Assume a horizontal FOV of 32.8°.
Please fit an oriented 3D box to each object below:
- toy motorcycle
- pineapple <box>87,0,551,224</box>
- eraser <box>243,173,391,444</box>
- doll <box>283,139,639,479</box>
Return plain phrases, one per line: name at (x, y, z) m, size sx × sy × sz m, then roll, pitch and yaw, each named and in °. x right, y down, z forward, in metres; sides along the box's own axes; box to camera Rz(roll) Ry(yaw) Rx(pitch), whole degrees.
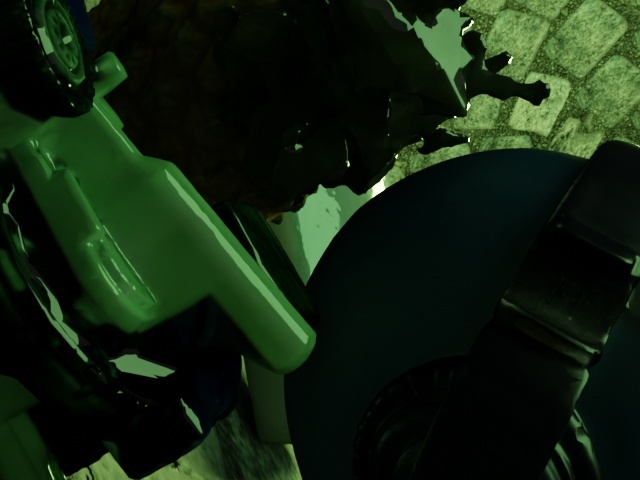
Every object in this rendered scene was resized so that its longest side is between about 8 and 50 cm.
toy motorcycle at (-0.128, -0.065, 0.415) m, size 0.331 × 0.125 × 0.196 m, roll 59°, pitch 8°, yaw 8°
pineapple at (-0.010, -0.080, 0.521) m, size 0.340 × 0.169 × 0.169 m, roll -8°, pitch -63°, yaw 53°
eraser at (0.000, 0.000, 0.806) m, size 0.189 × 0.104 × 0.290 m, roll 21°, pitch 54°, yaw -62°
doll at (0.088, 0.105, 0.486) m, size 0.240 × 0.310 × 0.284 m, roll 28°, pitch 21°, yaw 18°
